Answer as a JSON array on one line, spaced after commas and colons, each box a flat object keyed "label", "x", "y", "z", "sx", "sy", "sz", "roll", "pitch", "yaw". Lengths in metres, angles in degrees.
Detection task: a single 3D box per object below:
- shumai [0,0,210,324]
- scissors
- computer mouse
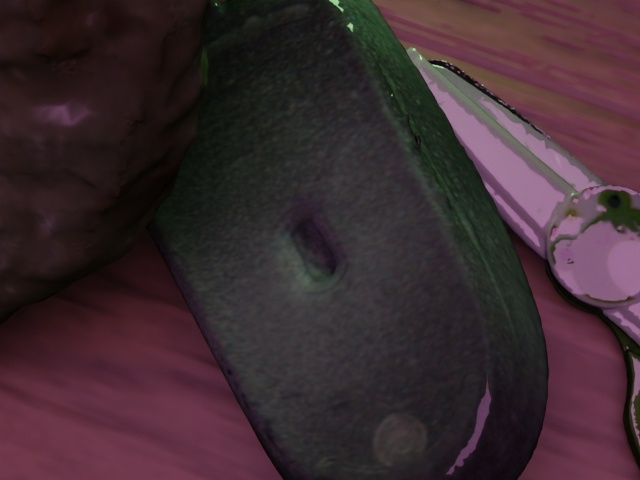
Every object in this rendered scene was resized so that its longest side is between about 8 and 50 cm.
[{"label": "shumai", "x": -0.121, "y": -0.142, "z": 0.625, "sx": 0.309, "sy": 0.304, "sz": 0.263, "roll": 17, "pitch": 46, "yaw": 24}, {"label": "scissors", "x": 0.102, "y": 0.005, "z": 0.638, "sx": 0.101, "sy": 0.027, "sz": 0.204, "roll": -44, "pitch": 80, "yaw": -7}, {"label": "computer mouse", "x": 0.003, "y": 0.003, "z": 0.627, "sx": 0.113, "sy": 0.068, "sz": 0.229, "roll": -32, "pitch": 62, "yaw": 11}]
